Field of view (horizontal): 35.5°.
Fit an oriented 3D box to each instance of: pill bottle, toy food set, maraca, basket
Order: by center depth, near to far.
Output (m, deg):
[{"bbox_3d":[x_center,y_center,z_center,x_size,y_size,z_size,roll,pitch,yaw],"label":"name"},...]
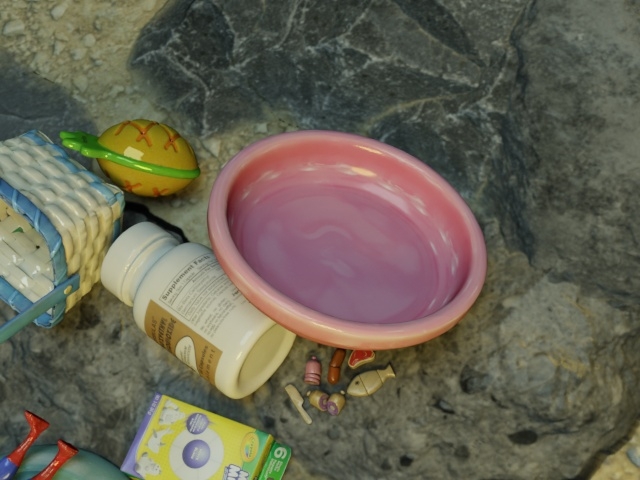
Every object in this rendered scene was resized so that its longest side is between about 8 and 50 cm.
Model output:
[{"bbox_3d":[0.020,0.164,1.201,0.122,0.019,0.078,-33,64,-5],"label":"toy food set"},{"bbox_3d":[-0.151,0.077,1.210,0.229,0.131,0.131,33,76,22],"label":"pill bottle"},{"bbox_3d":[-0.398,0.007,1.228,0.255,0.201,0.289,37,44,23],"label":"basket"},{"bbox_3d":[-0.247,-0.112,1.307,0.186,0.127,0.099,13,100,-22],"label":"maraca"}]

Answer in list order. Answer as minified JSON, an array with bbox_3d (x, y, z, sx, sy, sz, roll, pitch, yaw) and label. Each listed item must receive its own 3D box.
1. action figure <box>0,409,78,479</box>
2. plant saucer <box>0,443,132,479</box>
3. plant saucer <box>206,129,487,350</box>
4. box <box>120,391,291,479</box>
[{"bbox_3d":[-0.408,0.313,1.105,0.091,0.139,0.280,33,78,23],"label":"action figure"},{"bbox_3d":[-0.341,0.389,1.154,0.318,0.043,0.317,-4,65,8],"label":"plant saucer"},{"bbox_3d":[0.028,0.005,1.175,0.332,0.084,0.332,9,44,-9],"label":"plant saucer"},{"bbox_3d":[-0.133,0.258,1.175,0.179,0.043,0.105,17,69,15],"label":"box"}]
